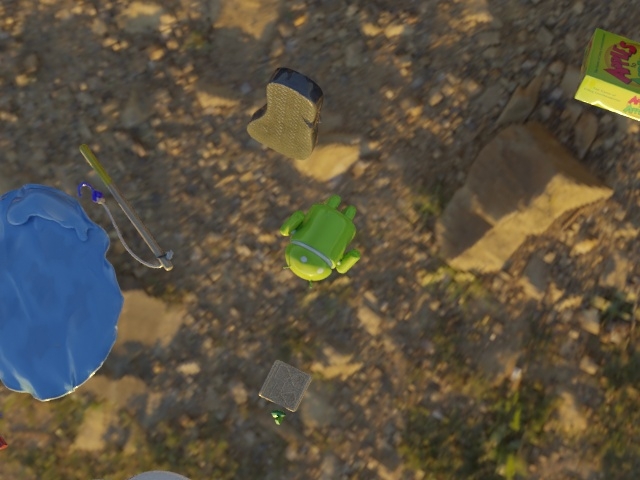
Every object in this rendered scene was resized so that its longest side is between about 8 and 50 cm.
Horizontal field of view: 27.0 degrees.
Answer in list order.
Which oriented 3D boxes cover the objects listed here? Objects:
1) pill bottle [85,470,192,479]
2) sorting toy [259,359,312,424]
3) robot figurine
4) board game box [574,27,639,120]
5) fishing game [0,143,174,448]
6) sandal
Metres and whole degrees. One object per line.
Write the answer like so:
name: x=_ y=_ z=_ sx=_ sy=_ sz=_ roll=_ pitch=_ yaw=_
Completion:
pill bottle: x=-0.167 y=0.239 z=0.935 sx=0.229 sy=0.131 sz=0.131 roll=-32 pitch=96 yaw=44
sorting toy: x=-0.056 y=0.216 z=1.886 sx=0.062 sy=0.012 sz=0.083 roll=27 pitch=91 yaw=-15
robot figurine: x=0.000 y=0.000 z=1.678 sx=0.101 sy=0.067 sz=0.115 roll=35 pitch=75 yaw=-12
board game box: x=0.411 y=-0.188 z=1.640 sx=0.181 sy=0.092 sz=0.043 roll=20 pitch=141 yaw=1
fishing game: x=-0.243 y=0.045 z=1.162 sx=0.189 sy=0.041 sz=0.264 roll=48 pitch=113 yaw=19
sandal: x=-0.035 y=-0.172 z=1.789 sx=0.097 sy=0.054 sz=0.254 roll=29 pitch=162 yaw=-4
